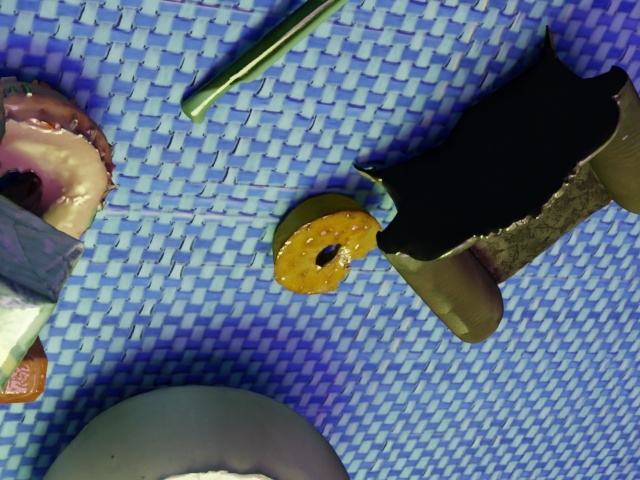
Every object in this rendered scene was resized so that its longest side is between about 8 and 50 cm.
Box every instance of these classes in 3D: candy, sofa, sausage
[{"bbox_3d":[0.057,-0.231,1.075,0.440,0.119,0.119,-35,138,18],"label":"candy"},{"bbox_3d":[0.190,-0.030,1.256,0.258,0.182,0.200,-36,138,6],"label":"sofa"},{"bbox_3d":[-0.324,0.111,1.191,0.169,0.065,0.065,3,128,-30],"label":"sausage"}]

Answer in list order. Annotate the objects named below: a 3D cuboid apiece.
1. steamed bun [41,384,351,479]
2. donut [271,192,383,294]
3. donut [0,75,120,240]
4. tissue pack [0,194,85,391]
[{"bbox_3d":[-0.123,0.287,1.340,0.324,0.206,0.324,-4,111,-10],"label":"steamed bun"},{"bbox_3d":[0.000,0.000,1.282,0.108,0.043,0.097,-44,136,15],"label":"donut"},{"bbox_3d":[-0.217,-0.055,1.093,0.117,0.065,0.166,1,131,-27],"label":"donut"},{"bbox_3d":[-0.357,0.080,1.048,0.228,0.128,0.311,31,114,-12],"label":"tissue pack"}]
